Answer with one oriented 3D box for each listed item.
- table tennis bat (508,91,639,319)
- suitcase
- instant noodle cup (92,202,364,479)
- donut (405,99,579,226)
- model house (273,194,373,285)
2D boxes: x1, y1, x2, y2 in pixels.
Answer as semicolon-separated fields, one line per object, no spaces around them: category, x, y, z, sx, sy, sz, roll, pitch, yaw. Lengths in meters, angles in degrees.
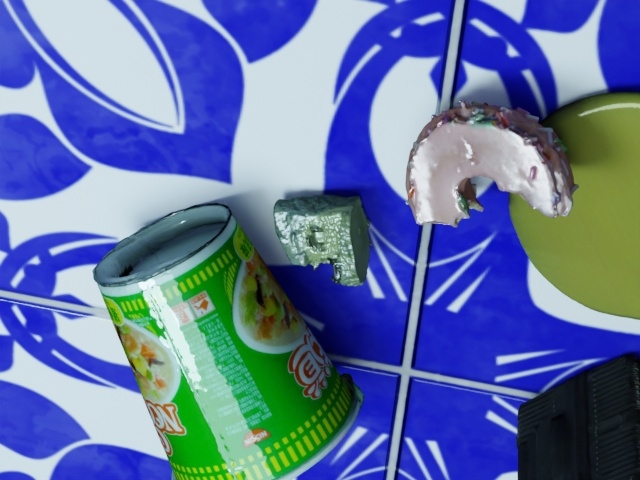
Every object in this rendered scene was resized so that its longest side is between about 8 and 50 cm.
table tennis bat;0.311;0.024;1.647;0.224;0.054;0.368;-17;116;25
suitcase;0.323;0.300;1.734;0.152;0.229;0.335;-26;116;20
instant noodle cup;-0.097;0.096;1.725;0.207;0.207;0.232;-17;111;24
donut;0.143;-0.072;1.590;0.166;0.065;0.117;-5;109;35
model house;0.000;0.000;1.692;0.083;0.066;0.078;-1;124;16
